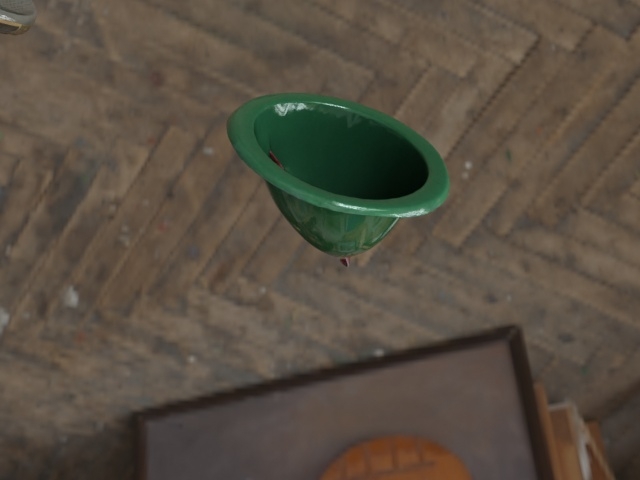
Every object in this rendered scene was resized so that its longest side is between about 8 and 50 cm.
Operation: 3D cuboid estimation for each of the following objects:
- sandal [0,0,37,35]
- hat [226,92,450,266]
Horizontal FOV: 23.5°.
[{"bbox_3d":[-0.245,-0.217,0.943,0.060,0.090,0.219,-31,108,17],"label":"sandal"},{"bbox_3d":[0.000,0.000,1.235,0.208,0.173,0.184,-3,128,-33],"label":"hat"}]
